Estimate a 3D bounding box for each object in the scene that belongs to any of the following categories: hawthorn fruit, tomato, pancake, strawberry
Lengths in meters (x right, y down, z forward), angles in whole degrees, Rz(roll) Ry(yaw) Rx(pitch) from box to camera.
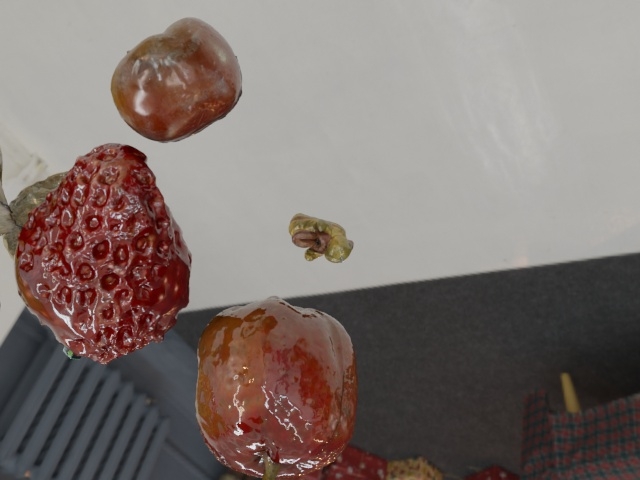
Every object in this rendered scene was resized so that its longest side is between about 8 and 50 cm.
[{"bbox_3d":[-0.062,0.211,1.012,0.262,0.258,0.258,57,147,22],"label":"hawthorn fruit"},{"bbox_3d":[-0.244,-0.258,1.122,0.214,0.155,0.181,-38,88,10],"label":"tomato"},{"bbox_3d":[-0.589,-0.037,1.748,0.386,0.387,0.082,18,144,-1],"label":"pancake"},{"bbox_3d":[-0.362,0.004,1.167,0.295,0.318,0.345,0,135,-16],"label":"strawberry"}]

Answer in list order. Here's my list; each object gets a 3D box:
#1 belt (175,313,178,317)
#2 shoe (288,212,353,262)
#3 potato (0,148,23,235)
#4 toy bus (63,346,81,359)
[{"bbox_3d":[-0.443,0.121,1.810,0.232,0.071,0.053,54,131,13],"label":"belt"},{"bbox_3d":[-0.003,0.001,1.161,0.109,0.069,0.072,38,116,-17],"label":"shoe"},{"bbox_3d":[-0.643,-0.139,1.151,0.288,0.237,0.301,-4,163,-7],"label":"potato"},{"bbox_3d":[-0.455,0.181,1.327,0.037,0.083,0.031,19,175,31],"label":"toy bus"}]
